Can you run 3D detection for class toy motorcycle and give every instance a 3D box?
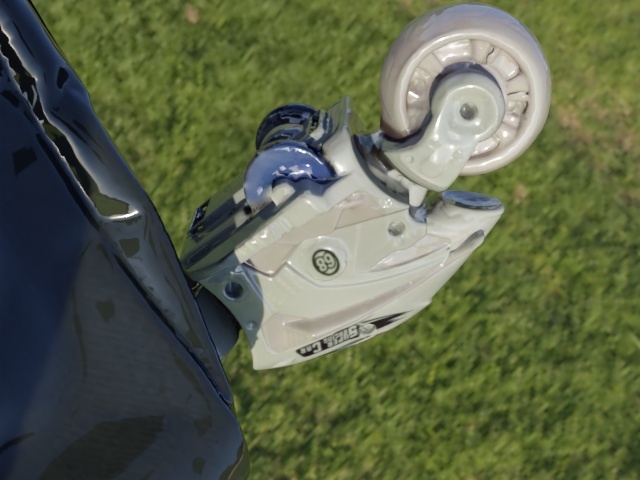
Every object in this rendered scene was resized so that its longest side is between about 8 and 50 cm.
[{"bbox_3d":[0.000,0.000,0.586,0.112,0.254,0.112,46,16,-18],"label":"toy motorcycle"}]

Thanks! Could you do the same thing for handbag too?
[{"bbox_3d":[-0.193,0.052,0.406,0.302,0.178,0.275,-43,116,-42],"label":"handbag"}]
